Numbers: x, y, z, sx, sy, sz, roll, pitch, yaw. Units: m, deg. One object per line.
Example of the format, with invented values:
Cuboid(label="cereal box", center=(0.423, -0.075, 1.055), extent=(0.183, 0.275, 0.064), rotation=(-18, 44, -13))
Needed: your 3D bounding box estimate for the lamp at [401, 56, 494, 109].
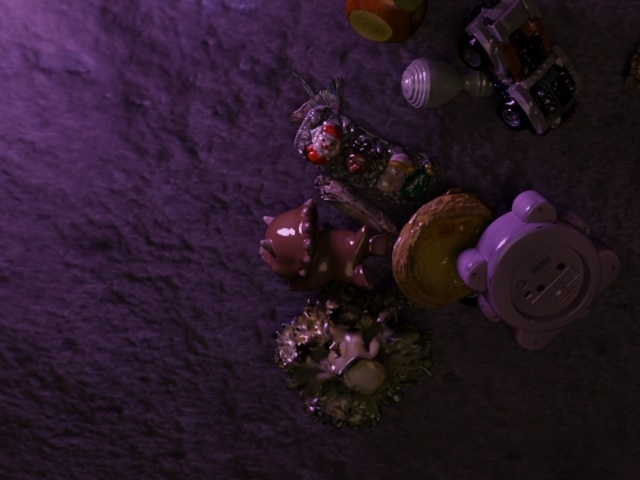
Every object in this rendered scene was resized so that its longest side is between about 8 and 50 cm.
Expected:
Cuboid(label="lamp", center=(0.257, -0.319, 1.818), extent=(0.193, 0.106, 0.106), rotation=(-3, 111, -12))

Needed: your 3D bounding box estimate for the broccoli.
Cuboid(label="broccoli", center=(0.080, 0.245, 1.959), extent=(0.334, 0.272, 0.324), rotation=(50, 61, -12))

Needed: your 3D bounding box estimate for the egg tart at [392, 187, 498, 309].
Cuboid(label="egg tart", center=(0.264, 0.015, 1.923), extent=(0.279, 0.095, 0.278), rotation=(-13, 119, -25))

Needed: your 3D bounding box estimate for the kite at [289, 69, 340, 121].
Cuboid(label="kite", center=(-0.012, -0.294, 1.854), extent=(0.139, 0.011, 0.156), rotation=(-38, 109, 8))

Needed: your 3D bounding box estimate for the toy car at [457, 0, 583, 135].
Cuboid(label="toy car", center=(0.409, -0.352, 1.774), extent=(0.193, 0.118, 0.301), rotation=(-45, 107, -22))

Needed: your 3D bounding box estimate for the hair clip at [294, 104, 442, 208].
Cuboid(label="hair clip", center=(0.102, -0.161, 1.863), extent=(0.321, 0.091, 0.138), rotation=(22, 109, -13))

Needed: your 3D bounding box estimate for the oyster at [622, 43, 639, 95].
Cuboid(label="oyster", center=(0.733, -0.355, 1.846), extent=(0.191, 0.081, 0.163), rotation=(-32, 105, 4))

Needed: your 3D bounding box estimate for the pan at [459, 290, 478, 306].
Cuboid(label="pan", center=(0.357, 0.100, 2.018), extent=(0.115, 0.023, 0.068), rotation=(-40, 107, 14))

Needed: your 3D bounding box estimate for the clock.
Cuboid(label="clock", center=(0.462, 0.062, 1.923), extent=(0.295, 0.113, 0.322), rotation=(-46, 122, 9))

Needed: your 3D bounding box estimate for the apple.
Cuboid(label="apple", center=(0.132, -0.458, 1.718), extent=(0.147, 0.163, 0.146), rotation=(30, 68, 3))

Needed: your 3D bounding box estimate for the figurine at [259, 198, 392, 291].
Cuboid(label="figurine", center=(-0.005, 0.003, 1.868), extent=(0.247, 0.177, 0.173), rotation=(4, 134, 26))

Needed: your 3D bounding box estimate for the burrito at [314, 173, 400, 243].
Cuboid(label="burrito", center=(0.083, -0.064, 1.918), extent=(0.229, 0.063, 0.058), rotation=(39, 122, -18))
